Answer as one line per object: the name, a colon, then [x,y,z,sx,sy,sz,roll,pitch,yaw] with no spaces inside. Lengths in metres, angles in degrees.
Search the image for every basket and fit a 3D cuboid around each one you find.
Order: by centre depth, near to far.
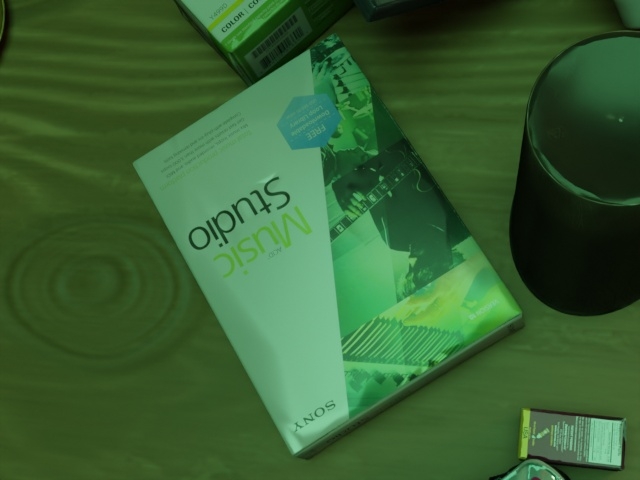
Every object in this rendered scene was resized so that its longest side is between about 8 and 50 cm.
basket: [0.227,-0.058,0.764,0.154,0.227,0.204,25,82,17]

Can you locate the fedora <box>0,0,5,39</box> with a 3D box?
fedora: [-0.433,-0.238,1.037,0.194,0.079,0.194,-3,76,11]

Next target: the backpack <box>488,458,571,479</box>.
backpack: [0.123,0.312,0.723,0.253,0.191,0.225,-35,72,7]

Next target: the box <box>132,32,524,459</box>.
box: [0.000,0.000,0.890,0.232,0.058,0.322,-33,72,3]

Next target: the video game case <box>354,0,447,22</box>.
video game case: [0.115,-0.310,0.895,0.274,0.026,0.196,-21,70,-22]

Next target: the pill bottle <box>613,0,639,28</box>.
pill bottle: [0.265,-0.324,0.816,0.152,0.152,0.272,-24,105,6]

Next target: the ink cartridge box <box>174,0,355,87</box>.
ink cartridge box: [-0.084,-0.307,0.967,0.189,0.097,0.255,-42,72,0]

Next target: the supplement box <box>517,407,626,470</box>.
supplement box: [0.205,0.163,0.803,0.083,0.055,0.043,4,77,13]
